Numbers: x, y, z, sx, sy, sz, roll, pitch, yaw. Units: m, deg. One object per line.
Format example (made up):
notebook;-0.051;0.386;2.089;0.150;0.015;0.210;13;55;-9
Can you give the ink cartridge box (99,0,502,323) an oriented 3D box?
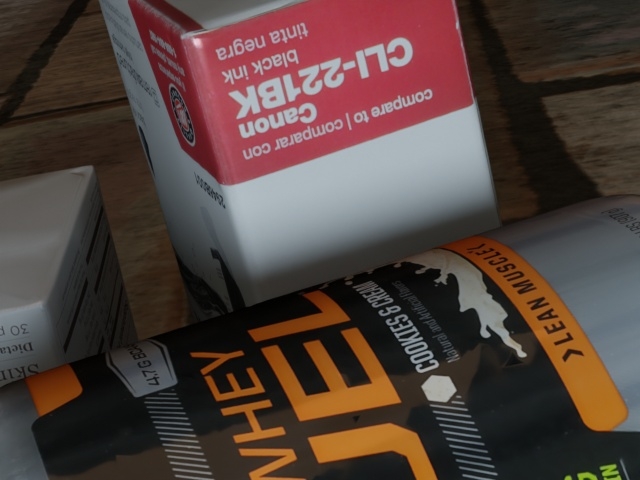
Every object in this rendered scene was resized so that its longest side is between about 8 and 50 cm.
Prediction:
ink cartridge box;0.000;0.000;0.687;0.114;0.273;0.197;-21;23;-12

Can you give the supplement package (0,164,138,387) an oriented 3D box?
supplement package;-0.238;0.080;0.773;0.262;0.145;0.204;-11;21;2

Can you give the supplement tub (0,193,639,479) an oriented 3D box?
supplement tub;0.003;0.114;0.508;0.316;0.193;0.193;-18;23;-15
